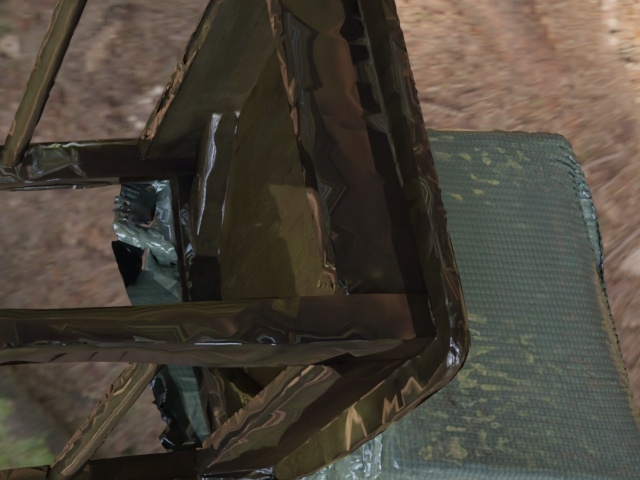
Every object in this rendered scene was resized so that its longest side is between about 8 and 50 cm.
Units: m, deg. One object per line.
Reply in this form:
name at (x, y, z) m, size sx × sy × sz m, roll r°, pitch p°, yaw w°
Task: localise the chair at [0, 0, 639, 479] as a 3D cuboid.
chair at (0.000, 0.000, 0.614) m, size 0.186 × 0.319 × 0.160 m, roll 128°, pitch 135°, yaw -55°
